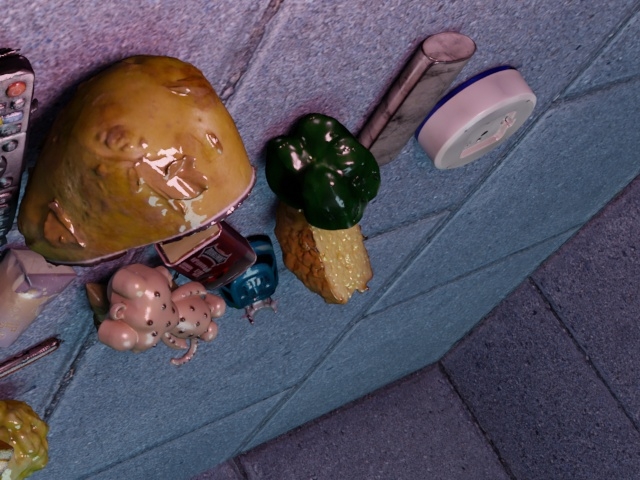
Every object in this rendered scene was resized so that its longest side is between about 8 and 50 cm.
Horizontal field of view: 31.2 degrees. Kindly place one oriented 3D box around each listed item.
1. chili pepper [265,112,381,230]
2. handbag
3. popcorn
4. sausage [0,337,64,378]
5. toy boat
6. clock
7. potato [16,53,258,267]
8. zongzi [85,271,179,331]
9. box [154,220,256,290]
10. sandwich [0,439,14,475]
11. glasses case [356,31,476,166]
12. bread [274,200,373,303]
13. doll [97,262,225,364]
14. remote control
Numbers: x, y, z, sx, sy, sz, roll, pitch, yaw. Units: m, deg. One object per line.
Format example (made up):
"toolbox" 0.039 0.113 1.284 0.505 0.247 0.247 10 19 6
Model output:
"chili pepper" 0.009 -0.103 1.872 0.165 0.174 0.261 -59 162 -8
"handbag" -0.453 0.088 1.700 0.173 0.095 0.117 -43 157 22
"popcorn" -0.613 0.388 2.092 0.256 0.195 0.255 -28 167 -46
"sausage" -0.543 0.220 2.023 0.198 0.025 0.028 -27 -166 -15
"toy boat" -0.132 0.085 2.267 0.134 0.092 0.299 -27 163 -6
"clock" 0.294 -0.228 2.162 0.230 0.083 0.230 -31 165 -9
"potato" -0.243 -0.110 1.382 0.300 0.196 0.246 -16 -155 22
"zongzi" -0.313 0.078 1.978 0.189 0.081 0.178 -34 150 -21
"box" -0.197 0.018 2.000 0.120 0.069 0.224 -33 162 2
"sandwich" -0.625 0.344 1.962 0.079 0.163 0.113 -60 156 5
"glasses case" 0.150 -0.231 1.927 0.114 0.060 0.299 -20 159 -34
"bread" 0.000 0.000 2.101 0.143 0.228 0.140 -30 -157 -34
"doll" -0.265 0.128 1.939 0.278 0.119 0.154 30 83 -59
"remote control" -0.411 -0.083 1.348 0.145 0.062 0.398 -23 159 -31
